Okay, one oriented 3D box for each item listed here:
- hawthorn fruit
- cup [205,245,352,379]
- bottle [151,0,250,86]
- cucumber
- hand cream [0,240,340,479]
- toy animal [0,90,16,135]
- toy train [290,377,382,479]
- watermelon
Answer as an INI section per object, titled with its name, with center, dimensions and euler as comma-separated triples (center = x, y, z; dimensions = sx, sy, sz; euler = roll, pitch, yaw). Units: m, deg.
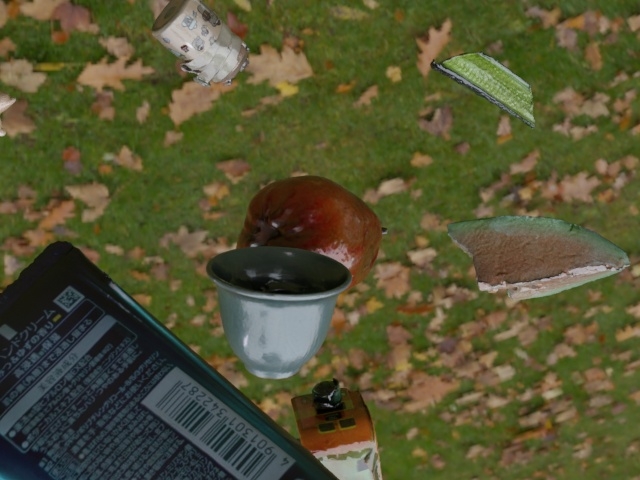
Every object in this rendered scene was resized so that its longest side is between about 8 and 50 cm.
[hawthorn fruit]
center = 0.000, 0.000, 1.582
dimensions = 0.260, 0.224, 0.224
euler = -2, 144, -39
[cup]
center = -0.061, 0.108, 1.315
dimensions = 0.199, 0.199, 0.150
euler = -1, 109, -18
[bottle]
center = -0.175, -0.297, 1.449
dimensions = 0.099, 0.099, 0.152
euler = -34, 123, 24
[cucumber]
center = 0.274, -0.265, 1.578
dimensions = 0.220, 0.070, 0.046
euler = 27, 169, -23
[hand cream]
center = -0.071, 0.111, 0.456
dimensions = 0.120, 0.270, 0.061
euler = -49, 165, -23
[toy animal]
center = -0.621, -0.226, 1.770
dimensions = 0.114, 0.091, 0.082
euler = -35, 113, -30
[toy train]
center = 0.018, 0.220, 0.858
dimensions = 0.072, 0.099, 0.188
euler = -9, 109, -2
[watermelon]
center = 0.209, 0.027, 0.897
dimensions = 0.155, 0.080, 0.101
euler = -15, 130, 16
